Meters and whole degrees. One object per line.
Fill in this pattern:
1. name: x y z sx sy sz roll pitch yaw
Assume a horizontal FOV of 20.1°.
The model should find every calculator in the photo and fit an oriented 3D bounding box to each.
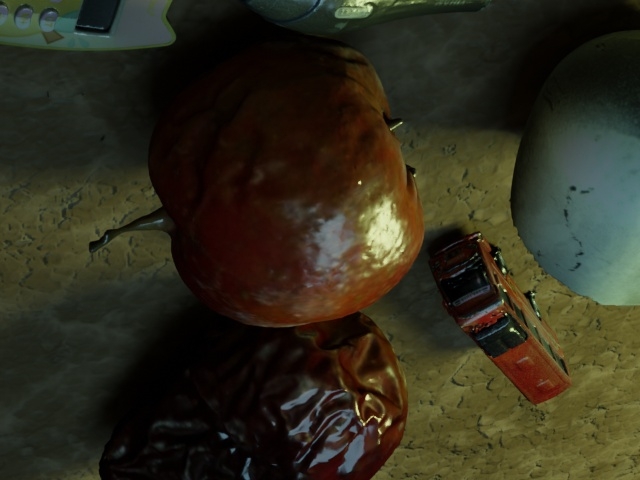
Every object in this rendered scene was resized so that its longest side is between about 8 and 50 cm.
1. calculator: -0.207 -0.205 1.320 0.236 0.033 0.157 3 140 -23

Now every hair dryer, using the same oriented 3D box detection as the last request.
1. hair dryer: 0.073 -0.264 1.327 0.235 0.091 0.271 -3 139 -35

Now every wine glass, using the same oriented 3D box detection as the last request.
1. wine glass: 0.298 -0.105 1.508 0.238 0.238 0.323 4 140 -28

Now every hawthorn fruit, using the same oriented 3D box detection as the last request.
1. hawthorn fruit: -0.057 -0.036 1.451 0.272 0.242 0.242 -18 144 5

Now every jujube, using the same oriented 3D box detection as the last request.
1. jujube: -0.071 0.186 1.766 0.216 0.216 0.342 22 134 -42

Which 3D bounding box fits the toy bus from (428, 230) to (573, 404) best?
1. toy bus: 0.183 0.081 1.809 0.073 0.096 0.235 -30 144 11
